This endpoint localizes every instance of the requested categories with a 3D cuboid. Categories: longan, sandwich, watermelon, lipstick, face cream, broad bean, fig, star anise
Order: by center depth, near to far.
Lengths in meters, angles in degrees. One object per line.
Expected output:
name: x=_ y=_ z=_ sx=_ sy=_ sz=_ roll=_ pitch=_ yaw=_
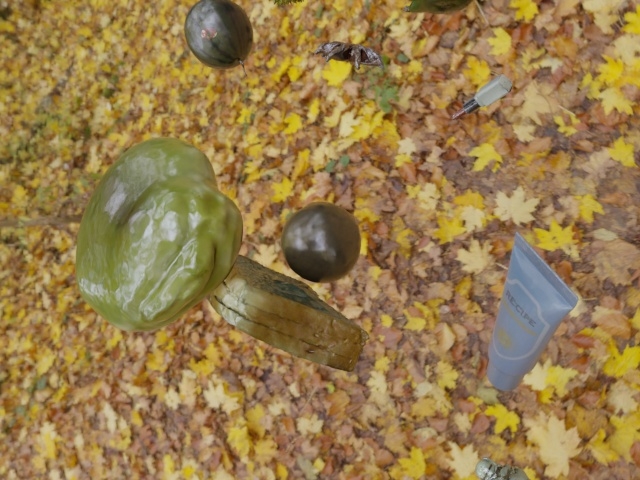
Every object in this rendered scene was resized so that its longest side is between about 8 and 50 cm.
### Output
broad bean: x=-0.200 y=-0.009 z=0.648 sx=0.291 sy=0.119 sz=0.237 roll=1 pitch=79 yaw=48
lipstick: x=0.236 y=-0.209 z=0.816 sx=0.025 sy=0.025 sz=0.107 roll=43 pitch=143 yaw=-14
watermelon: x=-0.151 y=-0.313 z=0.852 sx=0.105 sy=0.105 sz=0.133 roll=-34 pitch=93 yaw=31
face cream: x=0.343 y=0.150 z=0.928 sx=0.086 sy=0.385 sz=0.135 roll=-23 pitch=53 yaw=-10
sandwich: x=-0.090 y=0.115 z=1.024 sx=0.099 sy=0.271 sz=0.301 roll=-60 pitch=27 yaw=1
star anise: x=0.056 y=-0.354 z=1.034 sx=0.141 sy=0.141 sz=0.042 roll=24 pitch=118 yaw=33
fig: x=0.244 y=-0.503 z=1.102 sx=0.177 sy=0.117 sz=0.117 roll=-23 pitch=76 yaw=59
longan: x=0.000 y=0.000 z=1.124 sx=0.167 sy=0.168 sz=0.187 roll=-65 pitch=23 yaw=18

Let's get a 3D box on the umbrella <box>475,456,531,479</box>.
umbrella: x=0.274 y=0.344 z=0.726 sx=0.144 sy=0.067 sz=0.062 roll=32 pitch=138 yaw=23

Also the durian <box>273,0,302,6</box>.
durian: x=-0.104 y=-0.786 z=1.535 sx=0.200 sy=0.176 sz=0.236 roll=9 pitch=131 yaw=52
